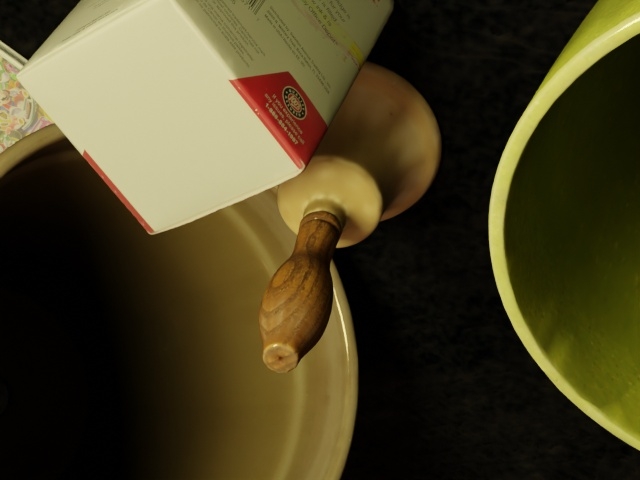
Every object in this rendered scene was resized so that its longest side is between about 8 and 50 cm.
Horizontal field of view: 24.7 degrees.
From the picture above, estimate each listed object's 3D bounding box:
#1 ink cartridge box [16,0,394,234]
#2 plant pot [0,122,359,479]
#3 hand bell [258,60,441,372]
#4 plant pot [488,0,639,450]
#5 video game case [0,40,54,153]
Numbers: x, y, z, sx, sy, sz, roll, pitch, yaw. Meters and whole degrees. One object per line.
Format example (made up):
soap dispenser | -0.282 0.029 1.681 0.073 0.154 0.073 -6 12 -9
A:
ink cartridge box | -0.061 -0.119 0.858 0.127 0.176 0.128 -21 117 37
plant pot | -0.182 0.096 1.033 0.323 0.323 0.280 48 146 -20
hand bell | 0.000 0.000 0.876 0.126 0.242 0.126 5 124 7
plant pot | 0.243 -0.077 0.688 0.274 0.293 0.275 11 132 12
video game case | -0.243 -0.111 1.050 0.122 0.011 0.087 36 133 -10
